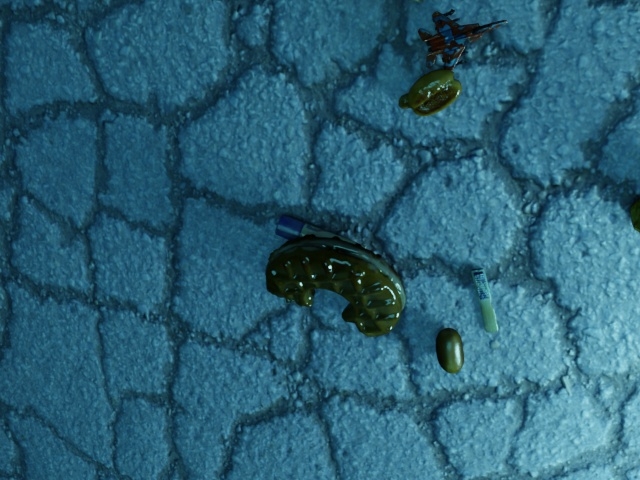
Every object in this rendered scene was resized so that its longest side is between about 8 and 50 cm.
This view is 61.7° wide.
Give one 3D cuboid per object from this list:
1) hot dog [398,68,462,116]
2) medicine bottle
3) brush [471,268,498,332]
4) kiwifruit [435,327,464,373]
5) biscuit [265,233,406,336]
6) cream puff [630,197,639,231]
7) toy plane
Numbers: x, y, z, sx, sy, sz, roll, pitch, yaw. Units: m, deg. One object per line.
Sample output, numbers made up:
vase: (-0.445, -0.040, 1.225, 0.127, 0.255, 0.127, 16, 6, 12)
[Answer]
hot dog: (0.242, -0.324, 1.192, 0.089, 0.060, 0.140, 37, 124, -27)
medicine bottle: (0.000, 0.000, 1.367, 0.230, 0.059, 0.059, 21, 113, 5)
brush: (0.413, 0.155, 1.339, 0.033, 0.030, 0.179, -16, 105, 8)
kiwifruit: (0.333, 0.283, 1.377, 0.075, 0.075, 0.125, -3, 113, 15)
biscuit: (0.041, 0.102, 1.322, 0.365, 0.115, 0.268, 21, 142, 1)
cream puff: (0.743, -0.044, 1.141, 0.146, 0.116, 0.146, 6, 113, 14)
toy plane: (0.301, -0.432, 1.132, 0.189, 0.061, 0.130, -9, 107, 31)
